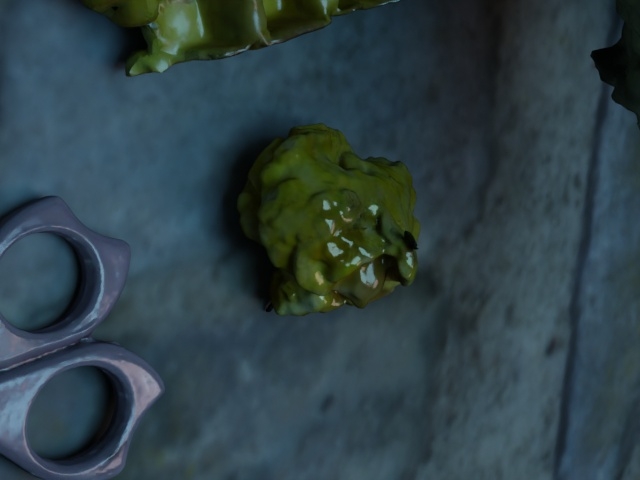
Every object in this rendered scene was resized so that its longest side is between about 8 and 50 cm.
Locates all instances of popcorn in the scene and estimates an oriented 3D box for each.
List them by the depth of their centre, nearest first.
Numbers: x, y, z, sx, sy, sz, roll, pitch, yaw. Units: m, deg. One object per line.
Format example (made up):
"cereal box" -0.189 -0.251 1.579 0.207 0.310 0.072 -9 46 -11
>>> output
"popcorn" 0.000 0.000 0.610 0.084 0.084 0.084 -3 95 -41

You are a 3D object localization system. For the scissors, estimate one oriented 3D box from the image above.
"scissors" -0.146 0.057 0.505 0.212 0.021 0.110 -19 103 -39

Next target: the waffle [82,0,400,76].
"waffle" -0.024 -0.191 0.570 0.229 0.057 0.219 -24 108 -37

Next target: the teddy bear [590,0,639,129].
"teddy bear" 0.231 -0.197 0.610 0.375 0.327 0.362 -35 88 -30
